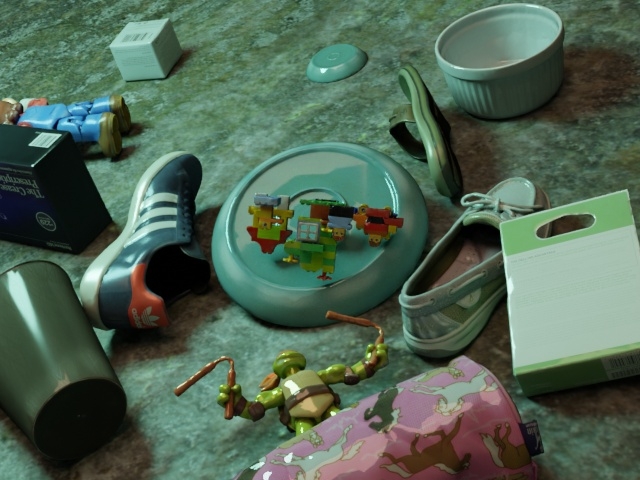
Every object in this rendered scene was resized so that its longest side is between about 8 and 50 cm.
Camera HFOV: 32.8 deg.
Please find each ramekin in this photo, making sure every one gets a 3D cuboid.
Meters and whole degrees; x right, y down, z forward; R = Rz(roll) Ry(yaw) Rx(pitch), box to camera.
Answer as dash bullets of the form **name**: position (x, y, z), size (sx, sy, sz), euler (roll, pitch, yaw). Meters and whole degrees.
- **ramekin**: position (0.296, -0.287, 1.763), size (0.207, 0.109, 0.207), euler (-12, 37, 9)

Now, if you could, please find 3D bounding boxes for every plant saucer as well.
- **plant saucer**: position (-0.007, -0.025, 1.541), size (0.317, 0.044, 0.318), euler (-7, 54, 9)
- **plant saucer**: position (0.027, -0.335, 2.022), size (0.119, 0.021, 0.119), euler (-13, 37, 10)

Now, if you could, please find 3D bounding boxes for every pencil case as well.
- **pencil case**: position (0.037, 0.270, 1.115), size (0.386, 0.160, 0.167), euler (-26, 34, -9)

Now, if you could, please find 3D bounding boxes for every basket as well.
- **basket**: position (-0.360, 0.170, 1.433), size (0.227, 0.154, 0.204), euler (43, 109, 43)

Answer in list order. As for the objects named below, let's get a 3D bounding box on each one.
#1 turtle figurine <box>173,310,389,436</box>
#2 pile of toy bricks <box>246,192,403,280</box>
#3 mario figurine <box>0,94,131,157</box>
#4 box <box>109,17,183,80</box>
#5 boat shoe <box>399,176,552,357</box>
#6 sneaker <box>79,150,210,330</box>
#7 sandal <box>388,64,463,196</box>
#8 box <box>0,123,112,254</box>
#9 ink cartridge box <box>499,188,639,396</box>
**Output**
- **turtle figurine**: position (-0.023, 0.204, 1.287), size (0.269, 0.087, 0.217), euler (-14, 44, -16)
- **pile of toy bricks**: position (0.000, 0.000, 1.446), size (0.212, 0.105, 0.118), euler (6, 6, 6)
- **mario figurine**: position (-0.518, -0.191, 2.038), size (0.320, 0.170, 0.198), euler (0, 3, 8)
- **box**: position (-0.352, -0.386, 2.206), size (0.101, 0.087, 0.102), euler (-1, 39, 24)
- **boat shoe**: position (0.204, 0.014, 1.417), size (0.118, 0.103, 0.320), euler (15, 48, 38)
- **sneaker**: position (-0.217, 0.002, 1.622), size (0.148, 0.131, 0.350), euler (5, 47, 19)
- **sandal**: position (0.148, -0.171, 1.682), size (0.086, 0.120, 0.303), euler (-26, 34, 15)
- **box**: position (-0.499, -0.091, 1.809), size (0.261, 0.184, 0.103), euler (9, 47, 33)
- **ink cartridge box**: position (0.309, 0.061, 1.301), size (0.171, 0.056, 0.235), euler (-15, 45, 19)
